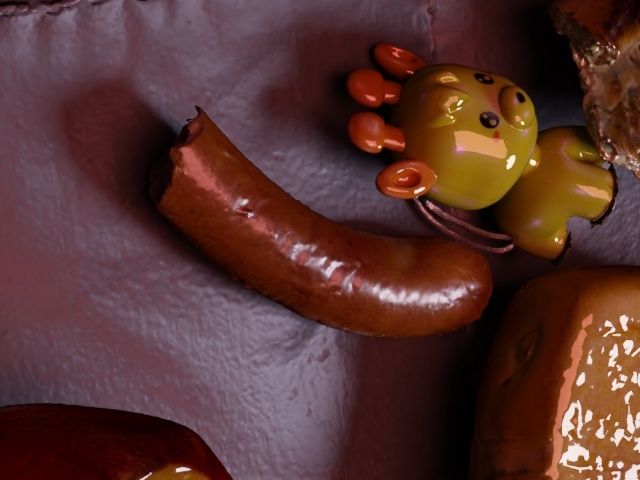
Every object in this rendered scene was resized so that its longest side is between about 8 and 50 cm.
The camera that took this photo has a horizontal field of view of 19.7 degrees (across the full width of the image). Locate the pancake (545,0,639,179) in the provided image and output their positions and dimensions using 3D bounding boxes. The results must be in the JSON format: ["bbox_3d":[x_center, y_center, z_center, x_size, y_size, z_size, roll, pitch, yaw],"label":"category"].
[{"bbox_3d":[0.263,-0.144,1.452,0.212,0.056,0.257,40,40,-21],"label":"pancake"}]

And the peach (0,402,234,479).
[{"bbox_3d":[-0.179,0.218,1.158,0.245,0.248,0.275,38,78,14],"label":"peach"}]

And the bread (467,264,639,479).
[{"bbox_3d":[0.254,0.185,1.469,0.337,0.148,0.328,5,86,-35],"label":"bread"}]

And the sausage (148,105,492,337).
[{"bbox_3d":[-0.001,0.005,1.339,0.302,0.076,0.103,27,83,-30],"label":"sausage"}]

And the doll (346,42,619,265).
[{"bbox_3d":[0.114,-0.069,1.388,0.221,0.135,0.143,17,53,-25],"label":"doll"}]
